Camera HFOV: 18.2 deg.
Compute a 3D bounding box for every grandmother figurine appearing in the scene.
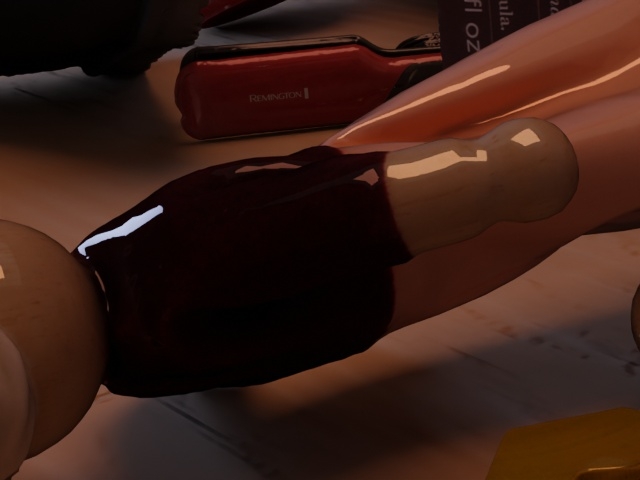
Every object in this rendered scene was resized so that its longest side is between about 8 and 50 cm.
[{"bbox_3d":[0.000,0.000,0.602,0.342,0.104,0.208,-18,-18,-24],"label":"grandmother figurine"}]

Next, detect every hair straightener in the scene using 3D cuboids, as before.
[{"bbox_3d":[0.040,-0.096,1.017,0.230,0.047,0.089,-11,17,0],"label":"hair straightener"}]

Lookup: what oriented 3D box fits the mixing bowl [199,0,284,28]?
[{"bbox_3d":[-0.054,-0.193,1.240,0.181,0.098,0.181,-22,0,0],"label":"mixing bowl"}]

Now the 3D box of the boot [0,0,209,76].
[{"bbox_3d":[-0.293,-0.134,0.976,0.445,0.146,0.367,-6,-11,-13],"label":"boot"}]

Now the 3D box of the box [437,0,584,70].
[{"bbox_3d":[0.177,-0.121,0.857,0.203,0.168,0.167,7,20,36],"label":"box"}]

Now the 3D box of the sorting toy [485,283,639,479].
[{"bbox_3d":[0.180,0.054,0.523,0.307,0.041,0.229,-11,22,-16],"label":"sorting toy"}]
